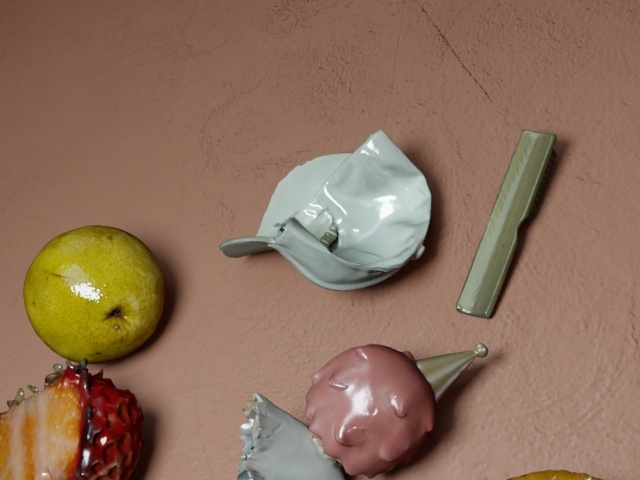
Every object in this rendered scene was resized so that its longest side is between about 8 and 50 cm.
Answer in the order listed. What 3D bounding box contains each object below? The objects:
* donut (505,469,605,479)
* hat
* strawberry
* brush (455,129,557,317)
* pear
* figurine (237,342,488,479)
[{"bbox_3d":[0.232,0.375,0.915,0.278,0.108,0.277,-13,48,15],"label":"donut"},{"bbox_3d":[0.000,-0.006,1.315,0.301,0.168,0.258,-16,23,46],"label":"hat"},{"bbox_3d":[-0.322,0.307,1.227,0.253,0.150,0.280,-48,49,15],"label":"strawberry"},{"bbox_3d":[0.257,-0.022,1.248,0.054,0.048,0.282,12,70,35],"label":"brush"},{"bbox_3d":[-0.329,0.082,1.358,0.209,0.209,0.208,-13,51,17],"label":"pear"},{"bbox_3d":[0.031,0.227,1.111,0.387,0.166,0.207,-40,82,-8],"label":"figurine"}]
